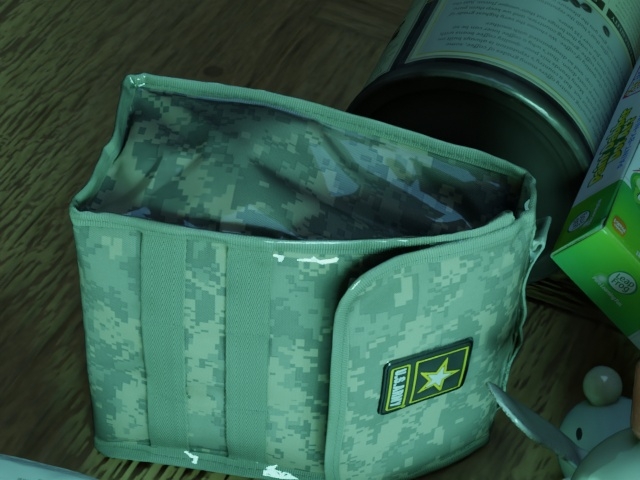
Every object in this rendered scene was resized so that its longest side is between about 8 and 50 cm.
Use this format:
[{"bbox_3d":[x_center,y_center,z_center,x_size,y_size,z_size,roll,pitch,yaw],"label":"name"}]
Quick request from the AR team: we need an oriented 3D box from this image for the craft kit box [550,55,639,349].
[{"bbox_3d":[0.295,0.010,1.165,0.250,0.061,0.247,45,42,-13],"label":"craft kit box"}]

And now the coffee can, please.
[{"bbox_3d":[0.149,-0.126,1.286,0.201,0.202,0.275,17,44,12],"label":"coffee can"}]

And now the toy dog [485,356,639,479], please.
[{"bbox_3d":[0.178,0.122,0.952,0.220,0.161,0.333,-10,9,-18],"label":"toy dog"}]

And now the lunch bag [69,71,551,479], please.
[{"bbox_3d":[-0.004,0.041,1.070,0.287,0.235,0.169,8,45,5],"label":"lunch bag"}]

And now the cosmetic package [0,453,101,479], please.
[{"bbox_3d":[-0.192,0.249,0.923,0.085,0.117,0.231,12,42,8],"label":"cosmetic package"}]
